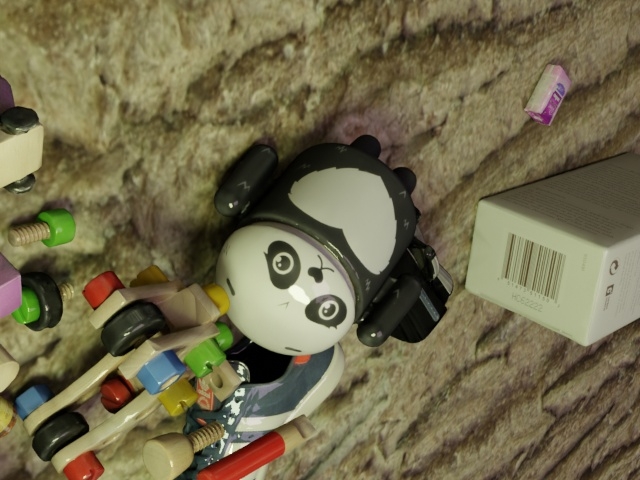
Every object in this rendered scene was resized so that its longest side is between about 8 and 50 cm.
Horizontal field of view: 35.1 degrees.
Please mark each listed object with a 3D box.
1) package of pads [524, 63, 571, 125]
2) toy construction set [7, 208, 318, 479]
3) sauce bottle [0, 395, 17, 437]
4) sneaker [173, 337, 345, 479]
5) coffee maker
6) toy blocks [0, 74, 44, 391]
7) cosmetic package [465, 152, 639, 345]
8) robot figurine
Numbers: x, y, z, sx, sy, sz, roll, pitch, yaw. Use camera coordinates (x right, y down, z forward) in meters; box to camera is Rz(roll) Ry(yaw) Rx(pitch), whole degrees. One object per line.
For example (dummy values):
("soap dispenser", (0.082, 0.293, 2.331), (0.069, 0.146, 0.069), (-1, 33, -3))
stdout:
("package of pads", (0.346, -0.221, 1.536), (0.050, 0.032, 0.083), (32, 85, -48))
("toy construction set", (-0.130, 0.128, 1.004), (0.237, 0.309, 0.257), (-19, 131, -47))
("sauce bottle", (-0.341, 0.145, 0.962), (0.042, 0.042, 0.128), (-52, 137, -15))
("sneaker", (-0.119, 0.215, 1.189), (0.350, 0.131, 0.148), (-55, 133, -20))
("coffee maker", (0.081, 0.052, 1.339), (0.171, 0.120, 0.178), (-33, 135, -1))
("toy blocks", (-0.381, -0.003, 0.684), (0.288, 0.260, 0.309), (-33, 157, -38))
("cosmetic package", (0.465, -0.004, 1.627), (0.453, 0.230, 0.161), (-17, 122, -41))
("robot figurine", (0.002, 0.000, 1.137), (0.278, 0.209, 0.173), (-52, 147, -37))
